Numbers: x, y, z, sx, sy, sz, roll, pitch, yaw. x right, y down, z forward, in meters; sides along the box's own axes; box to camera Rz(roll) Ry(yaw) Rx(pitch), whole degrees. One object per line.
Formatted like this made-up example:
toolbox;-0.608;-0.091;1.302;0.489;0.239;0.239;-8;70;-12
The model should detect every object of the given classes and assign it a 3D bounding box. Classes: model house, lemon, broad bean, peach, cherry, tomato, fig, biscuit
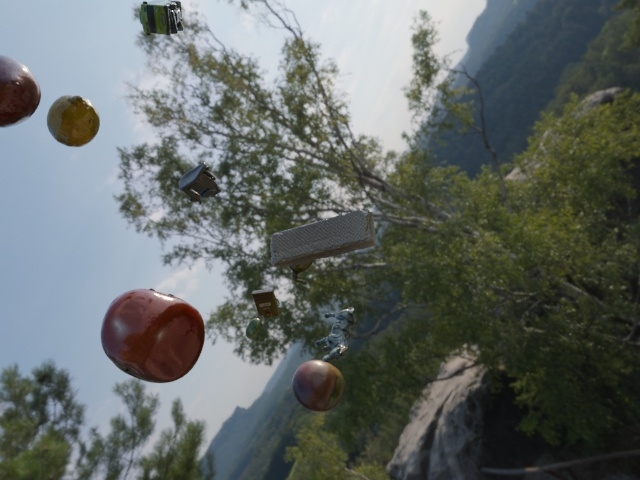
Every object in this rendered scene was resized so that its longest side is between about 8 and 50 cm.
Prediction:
model house;-0.678;-0.309;2.610;0.229;0.188;0.122;-26;33;29
lemon;-0.979;-0.473;1.831;0.256;0.188;0.188;-42;6;38
broad bean;-0.261;0.343;1.798;0.045;0.063;0.083;36;-111;-46
peach;-0.015;0.685;2.190;0.253;0.252;0.252;-58;-6;-9
cherry;-1.006;-0.471;1.478;0.239;0.239;0.206;-57;-17;-19
tomato;-0.556;0.313;1.499;0.341;0.341;0.273;112;172;-59
fig;-0.104;0.085;2.053;0.186;0.142;0.148;-62;-22;5
biscuit;0.000;0.000;1.734;0.078;0.425;0.144;34;-132;-55

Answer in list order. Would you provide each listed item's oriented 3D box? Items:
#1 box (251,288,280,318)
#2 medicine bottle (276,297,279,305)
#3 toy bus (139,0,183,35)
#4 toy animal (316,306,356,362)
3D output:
box;-0.227;0.264;1.928;0.023;0.090;0.133;-84;-17;-61
medicine bottle;-0.247;0.325;2.302;0.083;0.047;0.047;-35;4;24
toy bus;-0.467;-0.660;1.362;0.175;0.101;0.088;-95;9;-59
toy animal;0.053;0.347;1.637;0.170;0.089;0.255;-39;23;36
